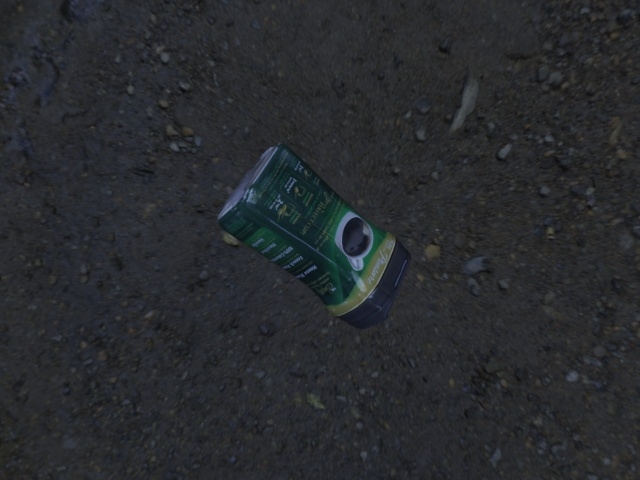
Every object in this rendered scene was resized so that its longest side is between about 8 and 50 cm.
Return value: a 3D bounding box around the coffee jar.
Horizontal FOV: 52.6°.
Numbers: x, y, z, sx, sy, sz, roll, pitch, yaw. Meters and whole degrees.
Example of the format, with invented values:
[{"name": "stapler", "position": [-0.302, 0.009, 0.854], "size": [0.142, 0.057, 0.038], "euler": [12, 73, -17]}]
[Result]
[{"name": "coffee jar", "position": [0.000, 0.000, 0.619], "size": [0.184, 0.079, 0.096], "euler": [39, 52, -14]}]
